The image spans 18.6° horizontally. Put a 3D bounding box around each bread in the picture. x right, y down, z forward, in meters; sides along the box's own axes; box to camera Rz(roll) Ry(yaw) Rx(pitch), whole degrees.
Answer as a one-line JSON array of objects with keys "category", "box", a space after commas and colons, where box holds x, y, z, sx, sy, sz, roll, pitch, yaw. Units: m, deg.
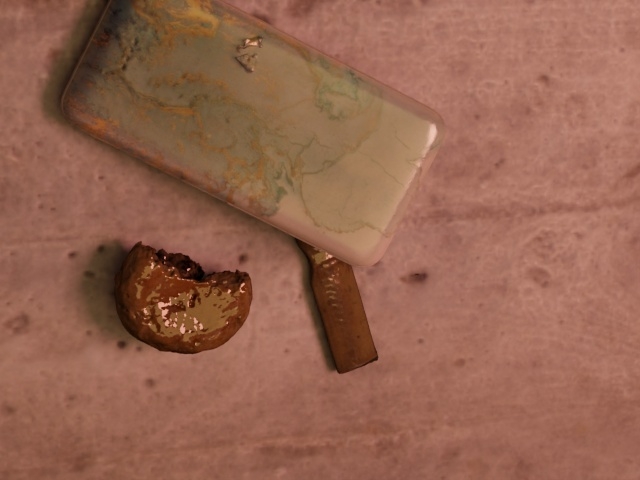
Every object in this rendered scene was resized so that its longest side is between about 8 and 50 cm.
[{"category": "bread", "box": [-0.116, 0.049, 1.581, 0.113, 0.060, 0.082, 20, 98, -20]}]

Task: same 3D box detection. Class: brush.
[{"category": "brush", "box": [0.000, 0.000, 1.619, 0.043, 0.036, 0.248, -19, 110, -8]}]

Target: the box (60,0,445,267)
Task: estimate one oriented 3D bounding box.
[{"category": "box", "box": [-0.052, -0.098, 1.542, 0.285, 0.044, 0.142, 26, 97, -8]}]
